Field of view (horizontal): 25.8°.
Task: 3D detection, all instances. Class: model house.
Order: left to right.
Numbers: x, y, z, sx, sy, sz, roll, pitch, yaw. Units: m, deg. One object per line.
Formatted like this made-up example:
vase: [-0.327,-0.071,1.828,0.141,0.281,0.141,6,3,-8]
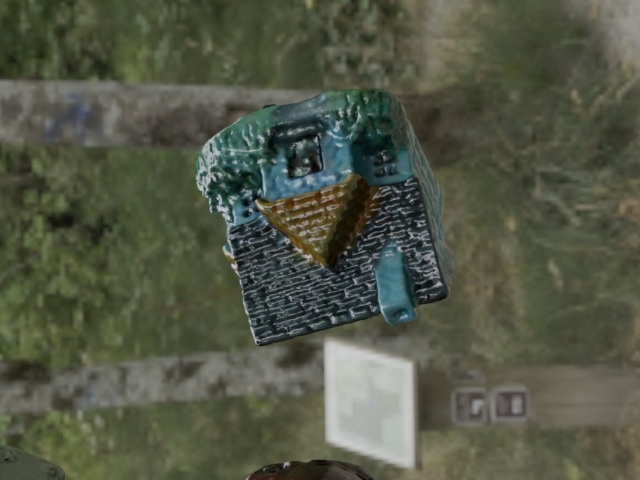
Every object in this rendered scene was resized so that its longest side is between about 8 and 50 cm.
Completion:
model house: [0.000,0.000,1.572,0.226,0.261,0.241,59,-160,-45]

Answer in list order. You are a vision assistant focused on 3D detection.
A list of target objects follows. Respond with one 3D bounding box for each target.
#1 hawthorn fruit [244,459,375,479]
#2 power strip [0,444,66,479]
hawthorn fruit: [-0.018,0.398,1.743,0.215,0.215,0.249,111,144,-79]
power strip: [-0.350,0.362,1.408,0.385,0.091,0.062,-79,15,-56]
